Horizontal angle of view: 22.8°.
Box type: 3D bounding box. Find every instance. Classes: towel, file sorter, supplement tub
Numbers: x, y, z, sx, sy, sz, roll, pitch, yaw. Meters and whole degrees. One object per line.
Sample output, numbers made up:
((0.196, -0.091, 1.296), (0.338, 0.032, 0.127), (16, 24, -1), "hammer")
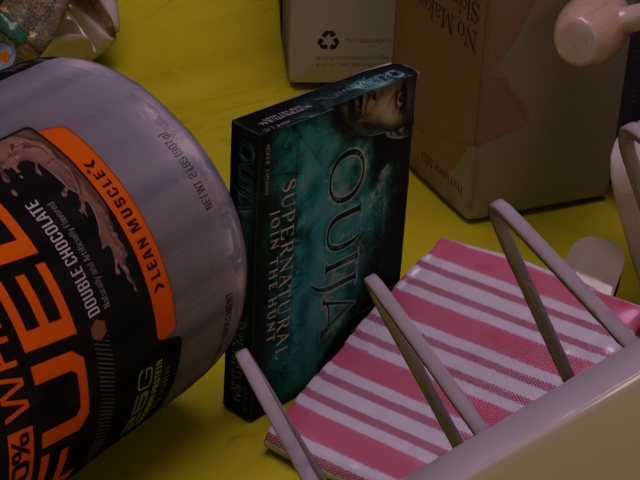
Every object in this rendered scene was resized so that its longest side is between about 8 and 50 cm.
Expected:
((0.081, 0.081, 0.901), (0.144, 0.029, 0.197), (21, 50, 31), "towel")
((0.132, 0.077, 0.674), (0.278, 0.192, 0.173), (-30, 33, -2), "file sorter")
((-0.209, 0.053, 0.778), (0.207, 0.207, 0.338), (20, 35, 28), "supplement tub")

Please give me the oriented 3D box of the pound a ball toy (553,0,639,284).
((0.287, -0.063, 0.941), (0.319, 0.208, 0.136), (-6, 19, 41), "pound a ball toy")

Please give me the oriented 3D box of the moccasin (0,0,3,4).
((-0.396, -0.152, 1.104), (0.380, 0.139, 0.147), (-7, 8, 26), "moccasin")

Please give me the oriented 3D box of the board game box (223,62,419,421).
((0.000, 0.000, 0.905), (0.126, 0.186, 0.026), (-25, 42, -39), "board game box")

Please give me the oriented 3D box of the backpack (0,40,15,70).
((-0.269, -0.066, 1.079), (0.152, 0.115, 0.182), (13, 28, 23), "backpack")

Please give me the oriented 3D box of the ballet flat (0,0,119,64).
((-0.221, -0.189, 1.291), (0.123, 0.123, 0.348), (5, 12, 4), "ballet flat")

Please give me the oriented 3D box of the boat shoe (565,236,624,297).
((0.150, 0.053, 0.972), (0.049, 0.042, 0.133), (23, 47, 16), "boat shoe")

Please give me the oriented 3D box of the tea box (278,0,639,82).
((0.128, -0.297, 1.406), (0.329, 0.220, 0.323), (1, 30, -3), "tea box")

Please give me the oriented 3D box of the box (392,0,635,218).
((0.137, -0.186, 1.117), (0.121, 0.311, 0.148), (-11, 31, -21), "box")

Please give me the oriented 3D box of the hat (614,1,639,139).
((0.361, -0.129, 1.123), (0.331, 0.134, 0.331), (-2, 49, 2), "hat")
